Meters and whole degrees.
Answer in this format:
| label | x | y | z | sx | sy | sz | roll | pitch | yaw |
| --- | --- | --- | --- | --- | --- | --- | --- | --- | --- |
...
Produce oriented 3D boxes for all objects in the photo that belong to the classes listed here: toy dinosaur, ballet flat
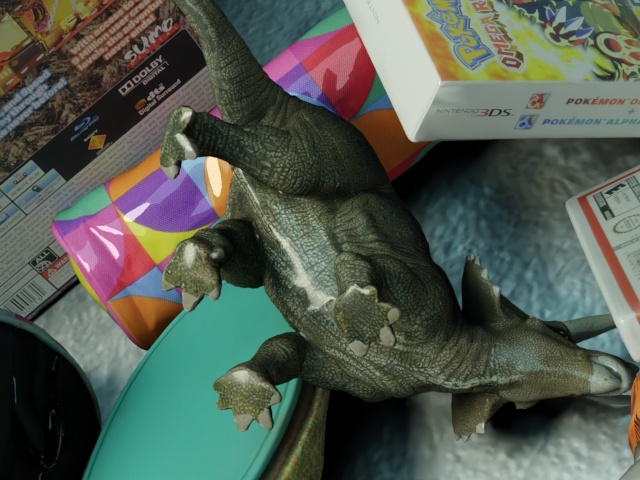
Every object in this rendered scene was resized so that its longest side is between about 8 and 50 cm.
| label | x | y | z | sx | sy | sz | roll | pitch | yaw |
| --- | --- | --- | --- | --- | --- | --- | --- | --- | --- |
| toy dinosaur | 0.000 | 0.000 | 0.825 | 0.313 | 0.160 | 0.121 | 45 | 114 | 16 |
| ballet flat | -0.066 | 0.166 | 0.807 | 0.123 | 0.123 | 0.348 | -3 | 42 | 23 |

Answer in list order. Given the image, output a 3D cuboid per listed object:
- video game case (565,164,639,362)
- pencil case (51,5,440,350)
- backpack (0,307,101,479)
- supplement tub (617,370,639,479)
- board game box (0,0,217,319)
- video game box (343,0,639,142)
| label | x | y | z | sx | sy | sz | roll | pitch | yaw |
| --- | --- | --- | --- | --- | --- | --- | --- | --- | --- |
| video game case | 0.253 | -0.045 | 0.773 | 0.285 | 0.025 | 0.204 | -26 | 13 | 9 |
| pencil case | -0.028 | -0.040 | 0.930 | 0.236 | 0.104 | 0.104 | -34 | 54 | 0 |
| backpack | -0.226 | 0.141 | 0.833 | 0.191 | 0.225 | 0.253 | 20 | 77 | 28 |
| supplement tub | 0.198 | 0.197 | 0.635 | 0.194 | 0.193 | 0.316 | -8 | 59 | 20 |
| board game box | -0.199 | -0.108 | 0.922 | 0.232 | 0.291 | 0.141 | -40 | 54 | -2 |
| video game box | 0.099 | -0.138 | 0.893 | 0.187 | 0.048 | 0.205 | -4 | 51 | -25 |
